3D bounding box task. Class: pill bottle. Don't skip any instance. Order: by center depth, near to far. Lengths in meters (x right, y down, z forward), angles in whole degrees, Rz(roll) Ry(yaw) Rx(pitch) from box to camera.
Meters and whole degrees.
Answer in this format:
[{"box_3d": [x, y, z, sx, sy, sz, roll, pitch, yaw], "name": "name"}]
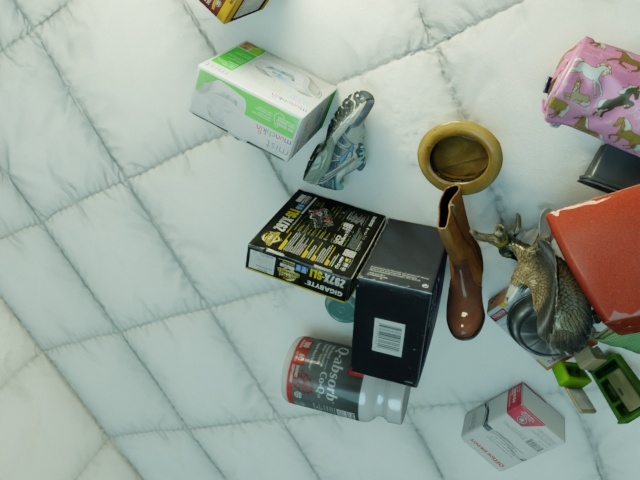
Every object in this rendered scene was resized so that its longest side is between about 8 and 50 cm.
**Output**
[{"box_3d": [0.082, 0.423, 1.690, 0.363, 0.210, 0.210, 9, 123, 18], "name": "pill bottle"}]

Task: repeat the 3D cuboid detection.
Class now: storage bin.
[{"box_3d": [0.631, -0.143, 1.186, 0.135, 0.098, 0.091, 24, 99, 9], "name": "storage bin"}]

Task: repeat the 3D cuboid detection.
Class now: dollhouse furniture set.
[{"box_3d": [0.737, 0.289, 1.313, 0.197, 0.151, 0.301, 11, 132, -30], "name": "dollhouse furniture set"}]

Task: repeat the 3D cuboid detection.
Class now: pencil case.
[{"box_3d": [0.627, -0.241, 1.079, 0.386, 0.160, 0.167, 25, 160, 6], "name": "pencil case"}]

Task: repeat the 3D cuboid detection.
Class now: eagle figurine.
[{"box_3d": [0.495, 0.093, 1.263, 0.225, 0.226, 0.298, 92, 153, -43], "name": "eagle figurine"}]

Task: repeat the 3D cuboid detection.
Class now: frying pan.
[{"box_3d": [0.620, 0.215, 1.356, 0.326, 0.053, 0.197, 1, 119, 23], "name": "frying pan"}]

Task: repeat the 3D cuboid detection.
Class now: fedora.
[{"box_3d": [0.323, -0.197, 1.283, 0.194, 0.079, 0.194, 15, 127, 21], "name": "fedora"}]

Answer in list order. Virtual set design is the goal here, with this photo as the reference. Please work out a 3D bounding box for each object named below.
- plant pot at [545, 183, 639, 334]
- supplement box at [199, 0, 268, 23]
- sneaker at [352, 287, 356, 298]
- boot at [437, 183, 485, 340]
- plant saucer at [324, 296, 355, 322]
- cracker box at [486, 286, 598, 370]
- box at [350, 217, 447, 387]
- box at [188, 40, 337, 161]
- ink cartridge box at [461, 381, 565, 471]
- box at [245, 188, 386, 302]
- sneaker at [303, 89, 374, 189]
[{"box_3d": [0.646, 0.050, 1.127, 0.267, 0.236, 0.267, -19, 153, 32], "name": "plant pot"}, {"box_3d": [-0.199, -0.592, 1.190, 0.191, 0.194, 0.129, 43, 126, -6], "name": "supplement box"}, {"box_3d": [0.096, 0.082, 1.561, 0.086, 0.064, 0.192, 24, 130, 2], "name": "sneaker"}, {"box_3d": [0.322, 0.055, 1.285, 0.096, 0.264, 0.280, 4, 142, 29], "name": "boot"}, {"box_3d": [0.066, 0.204, 1.678, 0.119, 0.021, 0.119, 11, 124, 17], "name": "plant saucer"}, {"box_3d": [0.565, 0.207, 1.438, 0.232, 0.067, 0.155, 42, 125, -7], "name": "cracker box"}, {"box_3d": [0.206, 0.147, 1.412, 0.182, 0.294, 0.296, 11, 124, 15], "name": "box"}, {"box_3d": [-0.130, -0.327, 1.303, 0.262, 0.231, 0.127, 29, 127, 5], "name": "box"}, {"box_3d": [0.556, 0.546, 1.630, 0.172, 0.100, 0.237, 41, 126, -5], "name": "ink cartridge box"}, {"box_3d": [0.000, 0.000, 1.393, 0.257, 0.322, 0.079, 16, 123, 12], "name": "box"}, {"box_3d": [0.068, -0.238, 1.371, 0.122, 0.110, 0.283, 24, 131, -14], "name": "sneaker"}]
